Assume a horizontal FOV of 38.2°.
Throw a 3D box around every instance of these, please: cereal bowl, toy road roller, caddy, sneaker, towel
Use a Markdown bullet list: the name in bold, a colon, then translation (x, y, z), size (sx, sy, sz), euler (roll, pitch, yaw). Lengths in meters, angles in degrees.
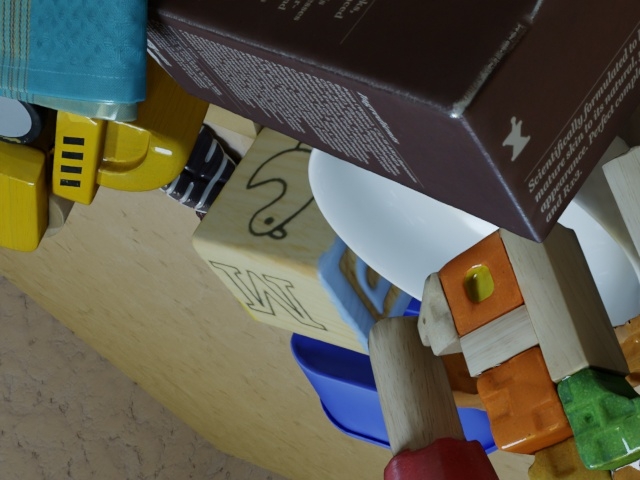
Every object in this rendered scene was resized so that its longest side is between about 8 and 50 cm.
- **cereal bowl**: translation (0.166, -0.047, 0.876), size (0.339, 0.141, 0.339), euler (26, 158, 11)
- **toy road roller**: translation (-0.265, -0.125, 1.073), size (0.240, 0.203, 0.329), euler (19, 143, -5)
- **caddy**: translation (0.129, 0.154, 1.215), size (0.341, 0.241, 0.179), euler (10, 145, 42)
- **sneaker**: translation (-0.171, -0.072, 1.293), size (0.281, 0.106, 0.162), euler (38, 159, -19)
- **towel**: translation (-0.211, -0.285, 0.662), size (0.271, 0.370, 0.040), euler (15, -165, 33)

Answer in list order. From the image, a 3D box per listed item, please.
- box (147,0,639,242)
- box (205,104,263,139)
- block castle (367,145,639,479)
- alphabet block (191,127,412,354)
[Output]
- **box**: translation (0.031, -0.166, 0.627), size (0.381, 0.191, 0.143), euler (29, 167, 45)
- **box**: translation (-0.154, -0.208, 1.093), size (0.164, 0.021, 0.201), euler (23, 156, 18)
- **block castle**: translation (0.274, 0.087, 0.608), size (0.303, 0.213, 0.453), euler (17, 140, -43)
- **alphabet block**: translation (0.000, 0.000, 1.119), size (0.197, 0.192, 0.193), euler (12, 149, 35)
